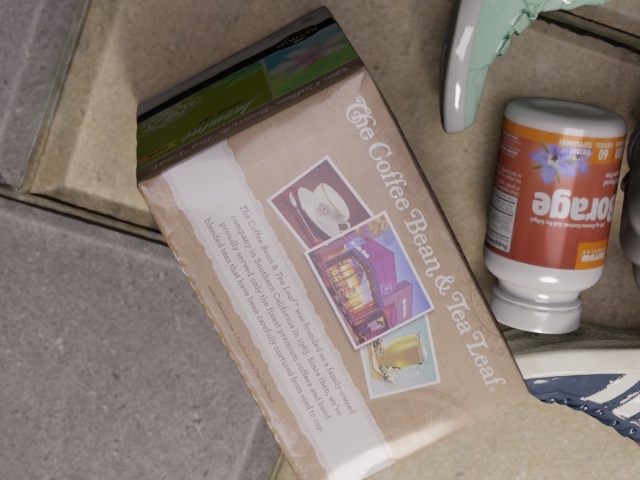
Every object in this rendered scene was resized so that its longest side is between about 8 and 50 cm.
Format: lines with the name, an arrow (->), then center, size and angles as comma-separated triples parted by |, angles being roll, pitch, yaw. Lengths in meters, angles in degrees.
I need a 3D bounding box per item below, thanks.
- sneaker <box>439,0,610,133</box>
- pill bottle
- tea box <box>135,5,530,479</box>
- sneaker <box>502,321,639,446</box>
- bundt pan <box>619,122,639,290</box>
sneaker -> 0.202, -0.212, 1.643 | 0.151, 0.094, 0.256 | 13, 101, -4
pill bottle -> 0.225, -0.024, 1.689 | 0.121, 0.121, 0.216 | 5, 105, -8
tea box -> 0.000, 0.000, 1.563 | 0.220, 0.323, 0.329 | -27, 106, 1
sneaker -> 0.313, 0.164, 1.747 | 0.350, 0.131, 0.148 | -1, 101, -7
bundt pan -> 0.426, 0.002, 1.592 | 0.331, 0.124, 0.331 | 15, 139, 14
